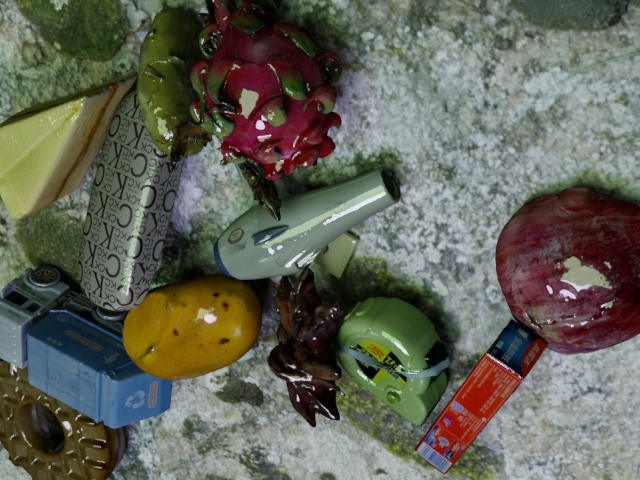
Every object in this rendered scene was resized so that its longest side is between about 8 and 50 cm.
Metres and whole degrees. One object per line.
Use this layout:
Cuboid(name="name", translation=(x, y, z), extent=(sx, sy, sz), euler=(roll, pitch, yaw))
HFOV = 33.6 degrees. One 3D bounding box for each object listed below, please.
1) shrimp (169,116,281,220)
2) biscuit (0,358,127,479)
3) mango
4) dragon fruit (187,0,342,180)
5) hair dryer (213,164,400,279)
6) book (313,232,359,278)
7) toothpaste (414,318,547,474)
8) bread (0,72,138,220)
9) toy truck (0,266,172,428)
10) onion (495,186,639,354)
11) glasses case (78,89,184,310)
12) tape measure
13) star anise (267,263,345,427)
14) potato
Cuboid(name="shrimp", translation=(-0.138, -0.100, 1.499), extent=(0.035, 0.147, 0.195), euler=(-48, 62, 48))
Cuboid(name="biscuit", translation=(-0.517, 0.343, 2.057), extent=(0.332, 0.103, 0.332), euler=(14, 120, 25))
Cuboid(name="mango", translation=(-0.193, 0.133, 1.699), extent=(0.290, 0.190, 0.160), euler=(-30, 60, 53))
Cuboid(name="dragon fruit", translation=(-0.078, -0.223, 1.474), extent=(0.218, 0.273, 0.198), euler=(-20, 144, 24))
Cuboid(name="hair dryer", translation=(-0.028, -0.093, 1.558), extent=(0.295, 0.119, 0.298), euler=(-2, 94, 23))
Cuboid(name="book", translation=(0.000, 0.000, 1.633), extent=(0.111, 0.014, 0.077), euler=(33, 126, 14))
Cuboid(name="toothpaste", translation=(0.223, 0.232, 1.521), extent=(0.066, 0.076, 0.320), euler=(37, 144, 10))
Cuboid(name="bread", translation=(-0.398, -0.148, 1.705), extent=(0.264, 0.167, 0.163), euler=(-12, 108, 33))
Cuboid(name="toy truck", translation=(-0.423, 0.187, 1.882), extent=(0.367, 0.175, 0.146), euler=(23, 125, 21))
Cuboid(name="onion", translation=(0.357, 0.040, 1.377), extent=(0.283, 0.120, 0.227), euler=(-32, 99, 37))
Cuboid(name="glasses case", translation=(-0.299, -0.063, 1.677), extent=(0.137, 0.085, 0.355), euler=(21, 100, 34))
Cuboid(name="tape measure", translation=(0.109, 0.165, 1.596), extent=(0.200, 0.106, 0.175), euler=(37, 141, 14))
Cuboid(name="star anise", translation=(-0.040, 0.167, 1.618), extent=(0.272, 0.102, 0.272), euler=(172, 90, -67))
Cuboid(name="potato", translation=(-0.214, -0.232, 1.564), extent=(0.090, 0.117, 0.226), euler=(-9, 85, 43))
